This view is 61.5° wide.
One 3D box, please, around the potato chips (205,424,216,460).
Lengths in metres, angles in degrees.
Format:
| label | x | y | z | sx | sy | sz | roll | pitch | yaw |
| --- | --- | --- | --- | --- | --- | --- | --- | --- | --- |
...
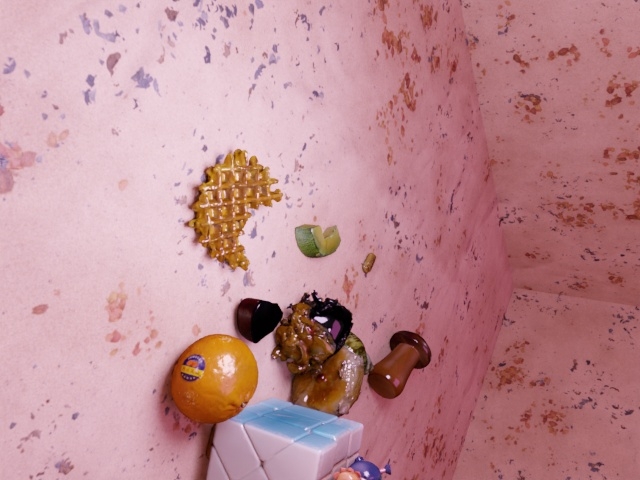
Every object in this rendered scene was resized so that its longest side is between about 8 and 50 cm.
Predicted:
| label | x | y | z | sx | sy | sz | roll | pitch | yaw |
| --- | --- | --- | --- | --- | --- | --- | --- | --- | --- |
| potato chips | -0.269 | 0.499 | 1.465 | 0.026 | 0.037 | 0.204 | 53 | 51 | -58 |

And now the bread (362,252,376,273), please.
| label | x | y | z | sx | sy | sz | roll | pitch | yaw |
| --- | --- | --- | --- | --- | --- | --- | --- | --- | --- |
| bread | 0.190 | 0.087 | 2.074 | 0.088 | 0.033 | 0.049 | -59 | 146 | -32 |

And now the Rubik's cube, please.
| label | x | y | z | sx | sy | sz | roll | pitch | yaw |
| --- | --- | --- | --- | --- | --- | --- | --- | --- | --- |
| Rubik's cube | -0.097 | 0.638 | 1.459 | 0.316 | 0.321 | 0.319 | 15 | 84 | -64 |

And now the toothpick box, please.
| label | x | y | z | sx | sy | sz | roll | pitch | yaw |
| --- | --- | --- | --- | --- | --- | --- | --- | --- | --- |
| toothpick box | 0.330 | 0.509 | 2.238 | 0.294 | 0.192 | 0.192 | -40 | 128 | -37 |

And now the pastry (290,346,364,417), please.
| label | x | y | z | sx | sy | sz | roll | pitch | yaw |
| --- | --- | --- | --- | --- | --- | --- | --- | --- | --- |
| pastry | 0.016 | 0.445 | 1.705 | 0.121 | 0.235 | 0.257 | 46 | 54 | -39 |

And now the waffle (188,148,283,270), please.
| label | x | y | z | sx | sy | sz | roll | pitch | yaw |
| --- | --- | --- | --- | --- | --- | --- | --- | --- | --- |
| waffle | -0.225 | -0.086 | 1.392 | 0.260 | 0.069 | 0.293 | 47 | 60 | -47 |

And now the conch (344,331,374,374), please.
| label | x | y | z | sx | sy | sz | roll | pitch | yaw |
| --- | --- | --- | --- | --- | --- | --- | --- | --- | --- |
| conch | 0.118 | 0.422 | 1.951 | 0.181 | 0.124 | 0.188 | 41 | 55 | -55 |

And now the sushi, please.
| label | x | y | z | sx | sy | sz | roll | pitch | yaw |
| --- | --- | --- | --- | --- | --- | --- | --- | --- | --- |
| sushi | -0.030 | 0.284 | 1.638 | 0.204 | 0.200 | 0.213 | -47 | 160 | -43 |

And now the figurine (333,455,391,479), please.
| label | x | y | z | sx | sy | sz | roll | pitch | yaw |
| --- | --- | --- | --- | --- | --- | --- | --- | --- | --- |
| figurine | 0.103 | 0.617 | 1.374 | 0.195 | 0.111 | 0.102 | 30 | 71 | -62 |

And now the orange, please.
| label | x | y | z | sx | sy | sz | roll | pitch | yaw |
| --- | --- | --- | --- | --- | --- | --- | --- | --- | --- |
| orange | -0.256 | 0.338 | 1.322 | 0.219 | 0.192 | 0.220 | 11 | 90 | -74 |

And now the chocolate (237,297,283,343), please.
| label | x | y | z | sx | sy | sz | roll | pitch | yaw |
| --- | --- | --- | --- | --- | --- | --- | --- | --- | --- |
| chocolate | -0.181 | 0.217 | 1.505 | 0.148 | 0.080 | 0.125 | 24 | 87 | -63 |

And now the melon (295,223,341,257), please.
| label | x | y | z | sx | sy | sz | roll | pitch | yaw |
| --- | --- | --- | --- | --- | --- | --- | --- | --- | --- |
| melon | 0.000 | 0.000 | 1.750 | 0.209 | 0.064 | 0.118 | -13 | 102 | -57 |
